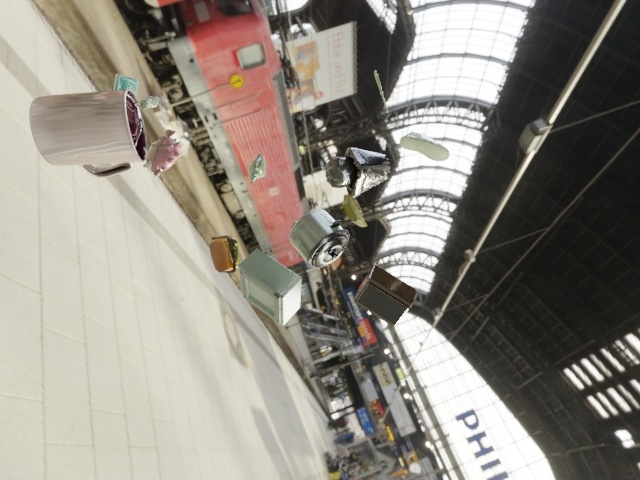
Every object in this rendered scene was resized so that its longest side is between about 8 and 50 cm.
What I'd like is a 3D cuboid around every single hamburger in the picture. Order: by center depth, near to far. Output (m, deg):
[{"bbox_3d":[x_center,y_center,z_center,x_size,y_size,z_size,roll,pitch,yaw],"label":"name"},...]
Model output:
[{"bbox_3d":[-0.398,0.059,1.744,0.087,0.137,0.166,-22,109,-57],"label":"hamburger"}]

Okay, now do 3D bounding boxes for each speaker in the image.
[{"bbox_3d":[0.298,0.252,1.875,0.230,0.153,0.192,32,26,5],"label":"speaker"}]

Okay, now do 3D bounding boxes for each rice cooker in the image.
[{"bbox_3d":[0.000,0.000,1.866,0.227,0.241,0.281,48,-57,27],"label":"rice cooker"}]

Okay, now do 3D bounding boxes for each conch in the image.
[{"bbox_3d":[-0.309,-0.348,2.009,0.065,0.088,0.180,-33,-141,61],"label":"conch"}]

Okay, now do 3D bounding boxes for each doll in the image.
[{"bbox_3d":[-0.718,-0.402,1.857,0.093,0.211,0.262,53,42,-57],"label":"doll"}]

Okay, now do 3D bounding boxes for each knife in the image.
[{"bbox_3d":[0.248,-0.612,1.667,0.030,0.014,0.207,37,39,-66],"label":"knife"}]

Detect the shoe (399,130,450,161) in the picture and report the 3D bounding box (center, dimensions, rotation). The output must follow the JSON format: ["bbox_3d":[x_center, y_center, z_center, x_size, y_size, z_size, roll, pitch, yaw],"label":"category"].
[{"bbox_3d":[0.530,-0.480,2.016,0.264,0.110,0.095,26,-38,24],"label":"shoe"}]

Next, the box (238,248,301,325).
[{"bbox_3d":[-0.201,0.189,1.601,0.224,0.117,0.225,31,-35,19],"label":"box"}]

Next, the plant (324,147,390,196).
[{"bbox_3d":[0.142,-0.269,1.583,0.164,0.255,0.142,101,-26,-54],"label":"plant"}]

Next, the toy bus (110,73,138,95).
[{"bbox_3d":[-0.725,-0.465,1.477,0.109,0.091,0.262,32,-69,58],"label":"toy bus"}]

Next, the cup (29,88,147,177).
[{"bbox_3d":[-0.684,-0.331,1.254,0.288,0.272,0.209,148,-65,-78],"label":"cup"}]

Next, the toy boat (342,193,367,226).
[{"bbox_3d":[0.152,-0.129,1.795,0.065,0.066,0.172,-11,-68,51],"label":"toy boat"}]

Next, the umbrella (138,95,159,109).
[{"bbox_3d":[-0.839,-0.680,1.998,0.062,0.067,0.143,58,26,-19],"label":"umbrella"}]
